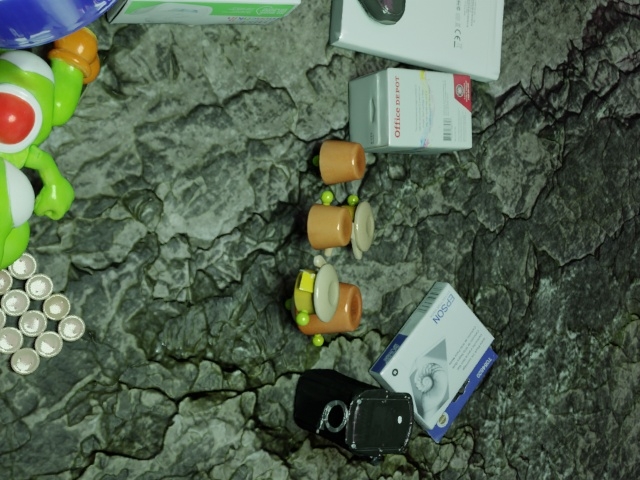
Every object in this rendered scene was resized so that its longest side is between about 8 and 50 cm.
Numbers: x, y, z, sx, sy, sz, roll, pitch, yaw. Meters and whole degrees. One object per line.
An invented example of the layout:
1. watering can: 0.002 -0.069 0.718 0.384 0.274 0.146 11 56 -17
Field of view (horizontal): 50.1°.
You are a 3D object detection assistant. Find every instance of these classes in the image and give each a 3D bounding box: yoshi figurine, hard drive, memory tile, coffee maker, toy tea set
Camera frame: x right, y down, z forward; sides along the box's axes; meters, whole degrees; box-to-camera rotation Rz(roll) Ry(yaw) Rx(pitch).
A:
1. yoshi figurine: -0.410 -0.109 0.872 0.203 0.203 0.362 55 42 -62
2. hard drive: 0.184 -0.434 1.236 0.352 0.047 0.233 5 88 -29
3. memory tile: -0.406 0.099 0.937 0.113 0.012 0.148 -39 108 -23
4. coffee maker: 0.033 0.263 1.090 0.171 0.178 0.120 36 72 -27
5. toy tea set: 0.000 0.000 1.109 0.200 0.124 0.336 55 41 -55

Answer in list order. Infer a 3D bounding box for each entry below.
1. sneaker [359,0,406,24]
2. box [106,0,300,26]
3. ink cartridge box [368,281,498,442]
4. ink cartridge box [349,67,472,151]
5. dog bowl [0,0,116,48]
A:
1. sneaker: 0.109 -0.490 1.107 0.101 0.106 0.268 -8 96 -30
2. box: -0.183 -0.439 0.989 0.261 0.126 0.231 -9 93 -30
3. ink cartridge box: 0.228 0.232 1.274 0.224 0.045 0.223 48 69 -22
4. ink cartridge box: 0.152 -0.217 1.175 0.176 0.127 0.128 -2 92 -29
5. dog bowl: -0.345 -0.357 0.793 0.265 0.264 0.104 -57 157 -16
